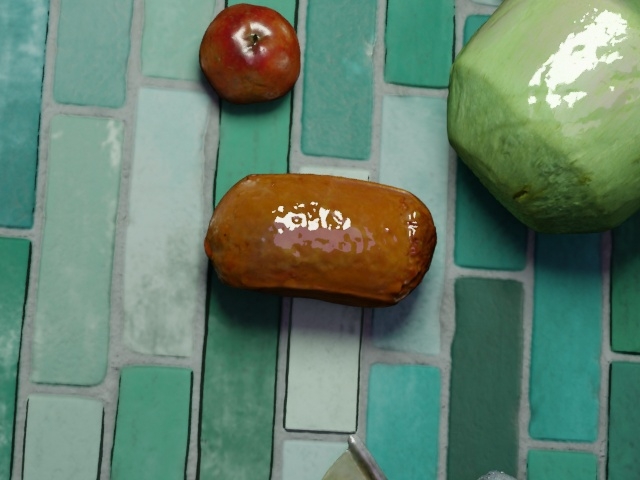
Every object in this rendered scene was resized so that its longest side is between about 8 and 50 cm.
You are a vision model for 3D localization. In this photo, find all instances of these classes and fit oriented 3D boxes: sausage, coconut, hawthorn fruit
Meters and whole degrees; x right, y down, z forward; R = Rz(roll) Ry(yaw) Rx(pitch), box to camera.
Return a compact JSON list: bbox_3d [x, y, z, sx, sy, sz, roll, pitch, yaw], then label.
[{"bbox_3d":[0.000,-0.001,1.825,0.268,0.153,0.141,6,81,-8],"label":"sausage"},{"bbox_3d":[0.314,-0.171,1.837,0.328,0.281,0.328,-1,97,-7],"label":"coconut"},{"bbox_3d":[-0.079,-0.228,1.866,0.125,0.140,0.125,11,47,-11],"label":"hawthorn fruit"}]

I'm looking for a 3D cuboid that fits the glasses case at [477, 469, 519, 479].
[{"bbox_3d":[0.193,0.363,1.773,0.109,0.282,0.067,37,122,-1],"label":"glasses case"}]

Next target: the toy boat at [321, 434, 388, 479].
[{"bbox_3d":[0.079,0.416,1.791,0.293,0.111,0.276,35,54,3],"label":"toy boat"}]
